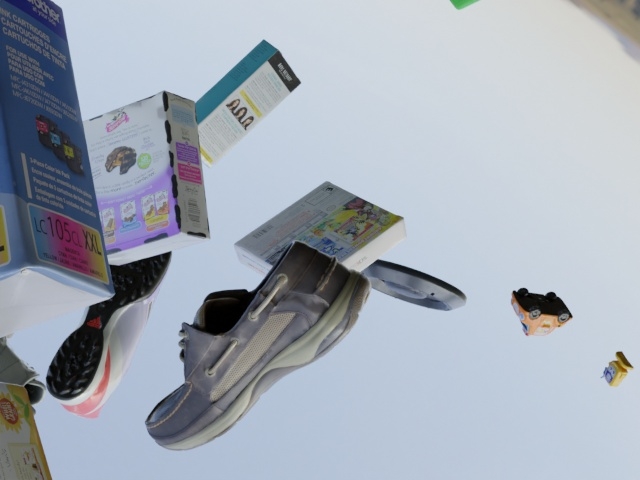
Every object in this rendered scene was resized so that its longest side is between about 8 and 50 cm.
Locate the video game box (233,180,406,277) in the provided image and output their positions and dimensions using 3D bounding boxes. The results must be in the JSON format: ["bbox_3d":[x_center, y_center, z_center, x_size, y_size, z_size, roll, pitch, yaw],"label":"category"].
[{"bbox_3d":[0.000,0.000,1.866,0.187,0.205,0.048,27,143,45],"label":"video game box"}]

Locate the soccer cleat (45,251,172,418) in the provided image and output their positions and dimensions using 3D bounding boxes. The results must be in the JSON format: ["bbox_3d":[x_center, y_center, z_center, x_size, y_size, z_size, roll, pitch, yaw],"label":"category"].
[{"bbox_3d":[-0.331,0.138,1.930,0.108,0.318,0.116,16,154,23],"label":"soccer cleat"}]

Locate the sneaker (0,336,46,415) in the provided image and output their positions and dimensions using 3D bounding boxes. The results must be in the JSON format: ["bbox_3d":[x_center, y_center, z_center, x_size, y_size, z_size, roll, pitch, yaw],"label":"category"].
[{"bbox_3d":[-0.443,0.190,1.653,0.121,0.099,0.262,6,-151,-15],"label":"sneaker"}]

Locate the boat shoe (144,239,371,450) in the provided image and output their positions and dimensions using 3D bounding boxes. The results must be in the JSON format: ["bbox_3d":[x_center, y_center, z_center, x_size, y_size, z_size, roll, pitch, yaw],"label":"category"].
[{"bbox_3d":[-0.097,0.116,1.396,0.130,0.355,0.132,45,-153,-10],"label":"boat shoe"}]

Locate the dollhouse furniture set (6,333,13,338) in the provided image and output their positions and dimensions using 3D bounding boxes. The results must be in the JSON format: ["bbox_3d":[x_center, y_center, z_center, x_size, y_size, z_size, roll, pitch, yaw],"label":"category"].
[{"bbox_3d":[-0.649,0.145,2.056,0.135,0.259,0.262,44,-131,4],"label":"dollhouse furniture set"}]

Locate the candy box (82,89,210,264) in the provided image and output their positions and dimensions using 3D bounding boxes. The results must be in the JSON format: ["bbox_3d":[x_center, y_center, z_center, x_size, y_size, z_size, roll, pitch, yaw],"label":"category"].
[{"bbox_3d":[-0.240,-0.081,1.585,0.070,0.164,0.196,12,-112,-57],"label":"candy box"}]

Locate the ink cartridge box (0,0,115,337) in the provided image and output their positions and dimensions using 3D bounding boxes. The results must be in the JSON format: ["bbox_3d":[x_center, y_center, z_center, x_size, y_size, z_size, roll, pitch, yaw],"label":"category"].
[{"bbox_3d":[-0.382,-0.098,1.166,0.151,0.270,0.395,36,-143,-63],"label":"ink cartridge box"}]

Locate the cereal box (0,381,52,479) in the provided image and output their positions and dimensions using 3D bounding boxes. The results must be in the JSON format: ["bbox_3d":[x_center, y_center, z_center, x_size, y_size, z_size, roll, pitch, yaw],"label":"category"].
[{"bbox_3d":[-0.350,0.215,1.149,0.240,0.047,0.173,29,-143,-64],"label":"cereal box"}]

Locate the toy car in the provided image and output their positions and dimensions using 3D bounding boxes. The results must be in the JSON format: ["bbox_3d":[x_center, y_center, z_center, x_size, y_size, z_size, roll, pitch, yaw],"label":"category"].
[{"bbox_3d":[0.219,0.093,1.076,0.060,0.040,0.122,-4,-141,-38],"label":"toy car"}]

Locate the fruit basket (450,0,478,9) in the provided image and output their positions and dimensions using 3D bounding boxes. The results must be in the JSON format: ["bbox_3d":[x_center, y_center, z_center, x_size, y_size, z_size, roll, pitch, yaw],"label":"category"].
[{"bbox_3d":[0.293,-0.603,1.905,0.392,0.392,0.283,41,-155,3],"label":"fruit basket"}]

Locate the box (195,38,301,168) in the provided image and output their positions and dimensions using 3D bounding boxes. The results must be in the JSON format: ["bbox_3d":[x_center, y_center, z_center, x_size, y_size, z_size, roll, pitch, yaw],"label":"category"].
[{"bbox_3d":[-0.159,-0.258,2.245,0.060,0.244,0.100,42,173,43],"label":"box"}]

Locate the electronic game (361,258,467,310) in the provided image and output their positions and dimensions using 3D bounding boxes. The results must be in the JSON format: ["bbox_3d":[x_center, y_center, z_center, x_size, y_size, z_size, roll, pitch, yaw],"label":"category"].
[{"bbox_3d":[0.164,0.079,2.230,0.229,0.048,0.229,19,169,4],"label":"electronic game"}]
